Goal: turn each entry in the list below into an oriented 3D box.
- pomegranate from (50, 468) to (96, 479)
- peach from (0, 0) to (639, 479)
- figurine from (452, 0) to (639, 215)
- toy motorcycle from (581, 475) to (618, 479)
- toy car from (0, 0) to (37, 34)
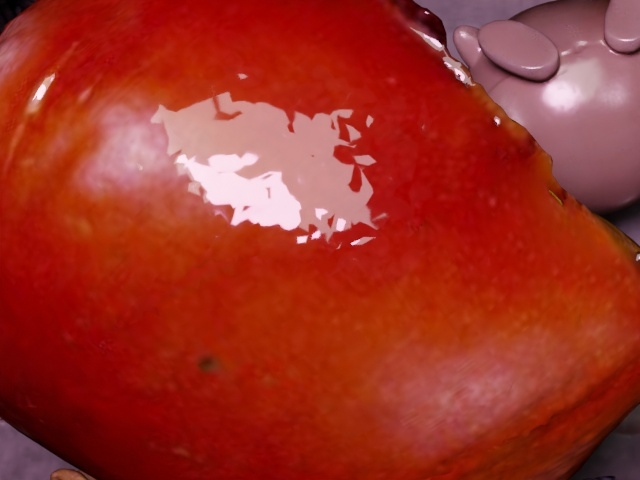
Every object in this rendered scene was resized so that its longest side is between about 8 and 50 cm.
[{"bbox_3d":[-0.149,0.188,0.607,0.196,0.196,0.196,-3,66,6],"label":"pomegranate"},{"bbox_3d":[0.000,0.000,0.627,0.338,0.281,0.281,6,67,12],"label":"peach"},{"bbox_3d":[0.132,-0.071,0.713,0.125,0.138,0.125,-5,61,9],"label":"figurine"},{"bbox_3d":[0.204,0.157,0.624,0.215,0.080,0.122,-7,90,-11],"label":"toy motorcycle"},{"bbox_3d":[-0.107,-0.184,0.813,0.257,0.101,0.124,-10,61,1],"label":"toy car"}]
